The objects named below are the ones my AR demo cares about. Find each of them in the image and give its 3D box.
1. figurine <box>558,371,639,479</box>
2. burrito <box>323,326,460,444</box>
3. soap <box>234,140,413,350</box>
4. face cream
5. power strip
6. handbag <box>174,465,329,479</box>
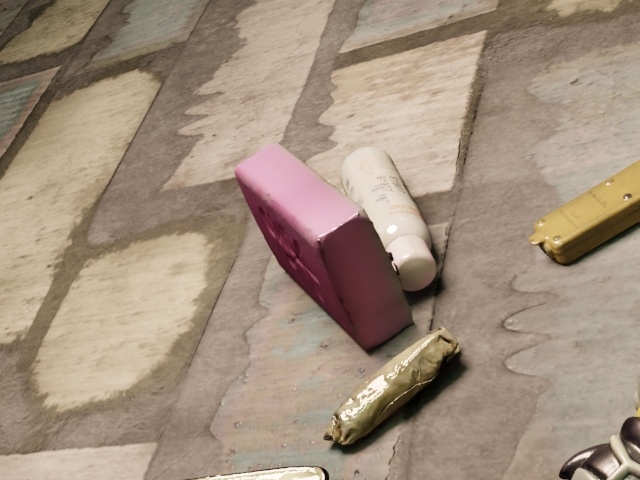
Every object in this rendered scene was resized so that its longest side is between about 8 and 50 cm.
[{"bbox_3d":[0.298,0.209,0.967,0.236,0.133,0.176,-39,44,-11],"label":"figurine"},{"bbox_3d":[0.079,0.164,1.260,0.188,0.045,0.058,-36,9,-7],"label":"burrito"},{"bbox_3d":[-0.002,0.001,1.408,0.081,0.181,0.259,-32,35,-12],"label":"soap"},{"bbox_3d":[0.090,-0.028,1.471,0.082,0.082,0.269,-26,34,3],"label":"face cream"},{"bbox_3d":[0.384,-0.062,1.341,0.305,0.044,0.064,-31,33,-1],"label":"power strip"},{"bbox_3d":[-0.103,0.387,0.986,0.237,0.160,0.358,-5,38,9],"label":"handbag"}]
